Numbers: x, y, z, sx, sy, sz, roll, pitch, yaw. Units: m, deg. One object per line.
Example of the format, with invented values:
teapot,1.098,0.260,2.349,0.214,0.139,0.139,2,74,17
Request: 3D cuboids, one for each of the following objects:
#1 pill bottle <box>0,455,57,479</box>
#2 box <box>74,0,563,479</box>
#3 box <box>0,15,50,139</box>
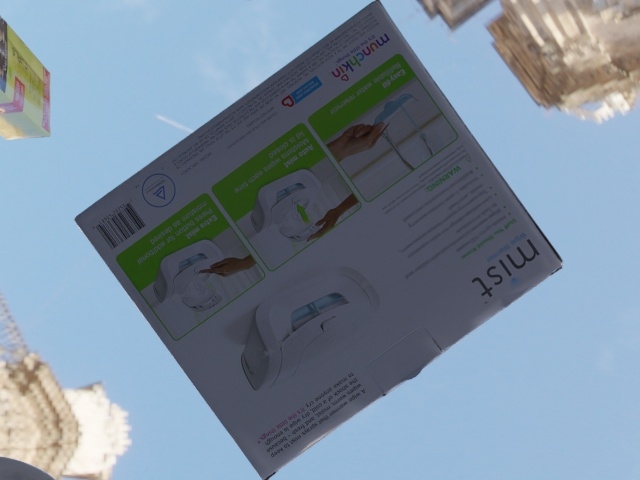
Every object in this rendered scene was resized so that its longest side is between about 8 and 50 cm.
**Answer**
pill bottle,-0.441,0.458,1.564,0.187,0.188,0.334,26,-69,22
box,0.000,0.000,0.896,0.262,0.127,0.231,-37,-88,0
box,-0.356,-0.181,1.358,0.058,0.232,0.087,-2,-102,2
